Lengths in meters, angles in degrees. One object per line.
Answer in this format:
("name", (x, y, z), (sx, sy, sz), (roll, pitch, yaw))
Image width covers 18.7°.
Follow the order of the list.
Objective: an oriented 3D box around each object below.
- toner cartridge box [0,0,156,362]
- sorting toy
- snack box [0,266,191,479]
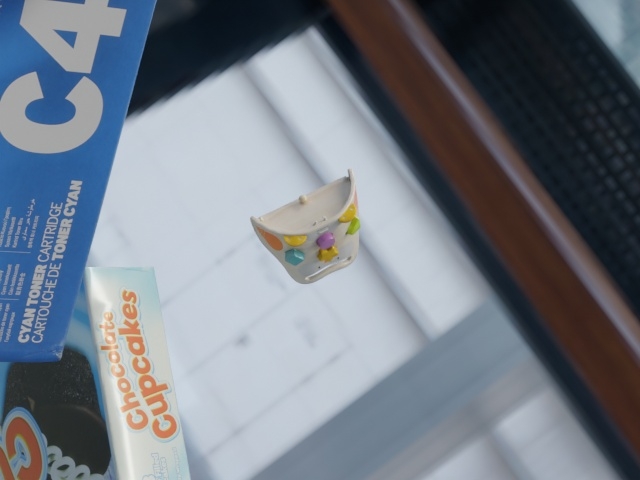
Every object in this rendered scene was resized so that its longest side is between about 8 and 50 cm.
("toner cartridge box", (-0.171, -0.105, 0.924), (0.165, 0.347, 0.075), (4, 30, -25))
("sorting toy", (0.000, 0.000, 1.424), (0.045, 0.083, 0.075), (57, -11, 38))
("snack box", (-0.204, 0.143, 1.149), (0.060, 0.322, 0.187), (0, 75, -47))
